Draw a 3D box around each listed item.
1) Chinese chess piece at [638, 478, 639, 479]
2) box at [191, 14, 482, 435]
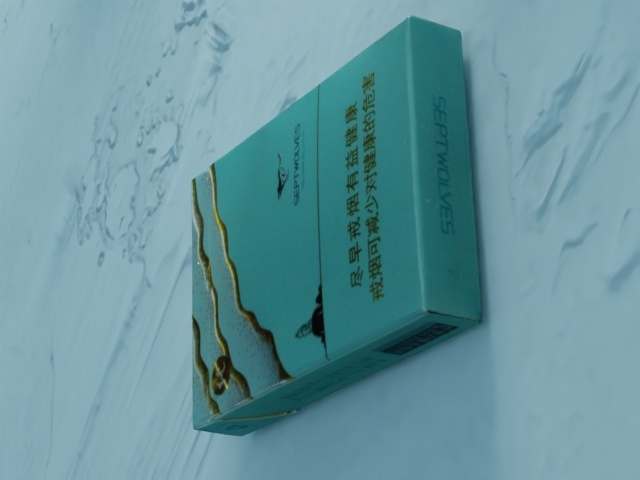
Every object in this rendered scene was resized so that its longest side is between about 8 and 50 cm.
[{"bbox_3d":[0.170,0.165,0.484,0.251,0.097,0.251,-26,59,53],"label":"Chinese chess piece"},{"bbox_3d":[0.000,0.000,0.878,0.229,0.041,0.162,-32,53,50],"label":"box"}]
